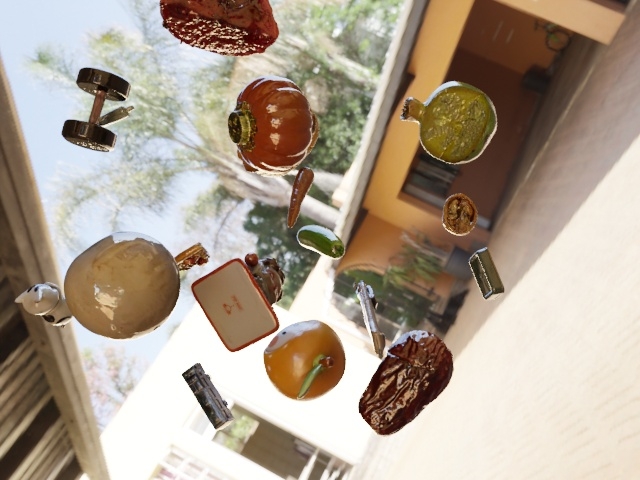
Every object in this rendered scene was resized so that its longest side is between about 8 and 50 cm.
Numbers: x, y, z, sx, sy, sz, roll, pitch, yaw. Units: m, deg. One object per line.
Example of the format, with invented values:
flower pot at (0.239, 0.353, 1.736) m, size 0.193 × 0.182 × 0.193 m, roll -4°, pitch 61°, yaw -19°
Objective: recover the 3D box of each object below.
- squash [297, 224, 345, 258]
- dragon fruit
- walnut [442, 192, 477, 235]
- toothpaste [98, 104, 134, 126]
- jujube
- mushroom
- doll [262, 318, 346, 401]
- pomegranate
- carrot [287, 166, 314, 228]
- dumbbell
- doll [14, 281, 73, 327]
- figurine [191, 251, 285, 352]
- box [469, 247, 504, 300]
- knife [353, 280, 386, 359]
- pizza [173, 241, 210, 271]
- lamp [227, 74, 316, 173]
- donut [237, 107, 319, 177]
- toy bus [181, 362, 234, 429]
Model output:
squash at (0.000, -0.002, 2.077) m, size 0.082 × 0.082 × 0.292 m, roll -63°, pitch 25°, yaw -2°
dragon fruit at (-0.223, -0.530, 1.476) m, size 0.134 × 0.262 × 0.212 m, roll 157°, pitch 126°, yaw -66°
walnut at (0.356, -0.060, 1.717) m, size 0.052 × 0.091 × 0.121 m, roll 110°, pitch 175°, yaw -63°
toothpaste at (-0.675, -0.362, 2.033) m, size 0.233 × 0.038 × 0.060 m, roll -23°, pitch 2°, yaw 10°
jujube at (0.256, 0.437, 2.013) m, size 0.342 × 0.216 × 0.216 m, roll -49°, pitch -11°, yaw -10°
mushroom at (-0.372, 0.097, 1.236) m, size 0.209 × 0.206 × 0.206 m, roll -58°, pitch -3°, yaw 41°
doll at (-0.023, 0.303, 1.640) m, size 0.213 × 0.213 × 0.236 m, roll -61°, pitch 21°, yaw -14°
pomegranate at (0.235, -0.217, 1.201) m, size 0.122 × 0.169 × 0.143 m, roll -42°, pitch -31°, yaw -59°
carrot at (-0.055, -0.108, 1.649) m, size 0.048 × 0.048 × 0.216 m, roll 107°, pitch 179°, yaw -48°
dumbbell at (-0.655, -0.382, 1.933) m, size 0.152 × 0.152 × 0.218 m, roll 55°, pitch -132°, yaw -80°
doll at (-0.840, 0.195, 2.044) m, size 0.181 × 0.110 × 0.107 m, roll 57°, pitch -151°, yaw -55°
figurine at (-0.149, 0.116, 1.526) m, size 0.160 × 0.183 × 0.226 m, roll -29°, pitch 3°, yaw 24°
box at (0.422, 0.088, 1.687) m, size 0.031 × 0.126 × 0.091 m, roll -15°, pitch -16°, yaw -10°
knife at (0.119, 0.172, 1.511) m, size 0.043 × 0.089 × 0.365 m, roll -22°, pitch 14°, yaw 4°
pizza at (-0.446, 0.067, 2.348) m, size 0.201 × 0.053 × 0.193 m, roll -37°, pitch -14°, yaw 33°
lamp at (-0.109, -0.263, 1.507) m, size 0.196 × 0.223 × 0.223 m, roll -10°, pitch -43°, yaw -31°
donut at (-0.118, -0.284, 1.801) m, size 0.118 × 0.253 × 0.254 m, roll 42°, pitch -110°, yaw -41°
toy bus at (-0.267, 0.367, 1.563) m, size 0.047 × 0.166 × 0.065 m, roll -38°, pitch -15°, yaw 5°
